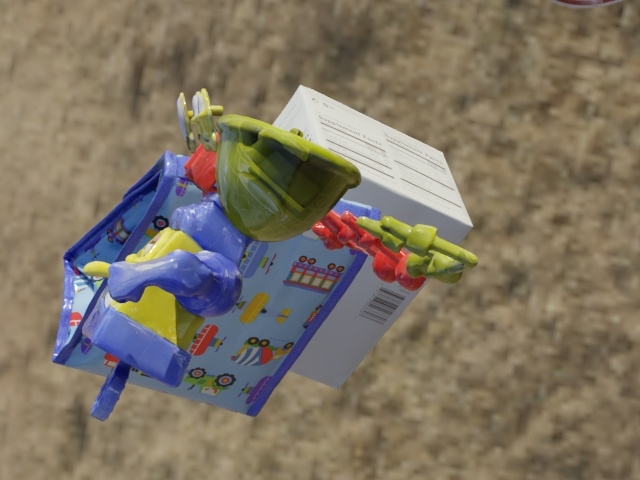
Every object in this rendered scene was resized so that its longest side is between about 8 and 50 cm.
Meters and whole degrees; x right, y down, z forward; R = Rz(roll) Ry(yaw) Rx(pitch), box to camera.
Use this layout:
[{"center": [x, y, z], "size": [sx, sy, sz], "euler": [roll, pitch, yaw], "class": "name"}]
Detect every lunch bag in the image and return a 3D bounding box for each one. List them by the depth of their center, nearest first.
[{"center": [-0.096, 0.025, 1.838], "size": [0.293, 0.221, 0.138], "euler": [-47, 34, 46], "class": "lunch bag"}]

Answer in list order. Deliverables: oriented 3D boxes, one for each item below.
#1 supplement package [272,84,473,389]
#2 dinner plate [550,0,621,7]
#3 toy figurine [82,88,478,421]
[{"center": [0.000, 0.000, 2.123], "size": [0.262, 0.204, 0.145], "euler": [-51, 32, 26], "class": "supplement package"}, {"center": [0.233, -0.247, 1.582], "size": [0.017, 0.141, 0.141], "euler": [-106, 32, -41], "class": "dinner plate"}, {"center": [-0.064, 0.043, 1.259], "size": [0.217, 0.191, 0.362], "euler": [-53, 12, -5], "class": "toy figurine"}]
